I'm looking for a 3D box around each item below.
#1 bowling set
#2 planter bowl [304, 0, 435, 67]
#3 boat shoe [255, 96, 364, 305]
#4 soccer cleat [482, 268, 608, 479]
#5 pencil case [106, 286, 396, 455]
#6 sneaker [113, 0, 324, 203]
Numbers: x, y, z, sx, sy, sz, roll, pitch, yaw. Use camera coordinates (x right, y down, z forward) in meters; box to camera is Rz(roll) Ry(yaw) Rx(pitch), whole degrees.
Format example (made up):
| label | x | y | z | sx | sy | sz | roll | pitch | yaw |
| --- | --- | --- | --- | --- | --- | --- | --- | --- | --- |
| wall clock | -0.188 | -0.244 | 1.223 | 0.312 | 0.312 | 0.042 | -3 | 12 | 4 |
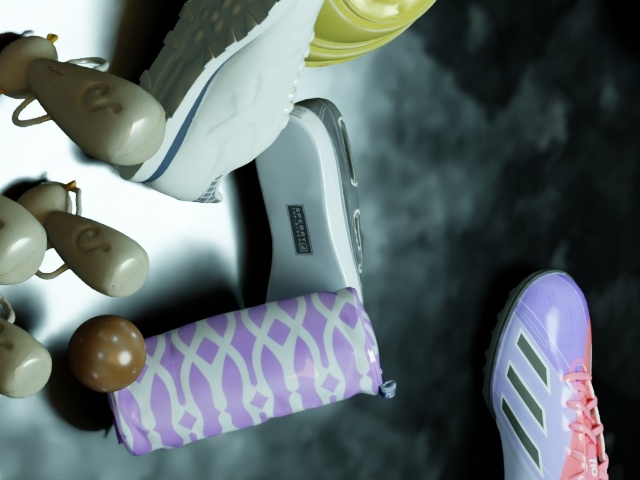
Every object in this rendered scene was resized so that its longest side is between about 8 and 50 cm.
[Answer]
| label | x | y | z | sx | sy | sz | roll | pitch | yaw |
| --- | --- | --- | --- | --- | --- | --- | --- | --- | --- |
| bowling set | -0.215 | 0.024 | 1.210 | 0.287 | 0.154 | 0.200 | -42 | 138 | -21 |
| planter bowl | 0.031 | -0.216 | 1.305 | 0.217 | 0.090 | 0.217 | -14 | 119 | -27 |
| boat shoe | 0.000 | 0.000 | 1.372 | 0.076 | 0.080 | 0.229 | -37 | 123 | -53 |
| soccer cleat | 0.201 | 0.184 | 1.511 | 0.108 | 0.116 | 0.318 | -2 | 102 | -33 |
| pencil case | -0.054 | 0.094 | 1.301 | 0.206 | 0.088 | 0.086 | -13 | 70 | -3 |
| sneaker | -0.051 | -0.126 | 1.267 | 0.094 | 0.090 | 0.235 | 23 | 119 | -34 |
